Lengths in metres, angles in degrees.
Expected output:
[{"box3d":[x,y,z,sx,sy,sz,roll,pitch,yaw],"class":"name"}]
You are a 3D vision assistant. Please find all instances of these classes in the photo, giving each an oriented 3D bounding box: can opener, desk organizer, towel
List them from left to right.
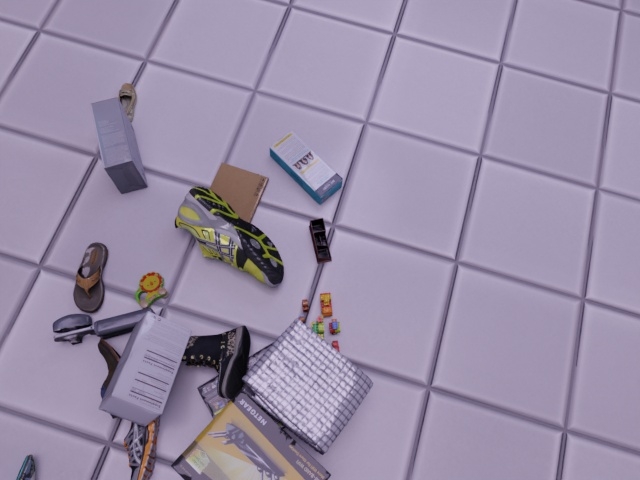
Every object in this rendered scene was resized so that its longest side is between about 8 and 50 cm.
[{"box3d":[-0.615,0.228,1.644,0.283,0.076,0.095,-14,71,-10],"class":"can opener"},{"box3d":[-0.037,0.385,1.529,0.284,0.121,0.235,37,70,8],"class":"towel"},{"box3d":[0.000,0.000,1.779,0.047,0.050,0.130,-11,70,-7],"class":"desk organizer"}]

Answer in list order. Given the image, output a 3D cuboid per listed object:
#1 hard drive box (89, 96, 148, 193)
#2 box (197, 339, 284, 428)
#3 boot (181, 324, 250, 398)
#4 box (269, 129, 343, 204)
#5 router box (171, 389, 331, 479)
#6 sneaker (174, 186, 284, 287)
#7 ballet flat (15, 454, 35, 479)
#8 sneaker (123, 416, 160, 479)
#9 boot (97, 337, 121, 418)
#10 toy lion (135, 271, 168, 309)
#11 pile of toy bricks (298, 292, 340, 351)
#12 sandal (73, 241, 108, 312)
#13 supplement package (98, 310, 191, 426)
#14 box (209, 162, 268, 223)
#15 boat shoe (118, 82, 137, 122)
[{"box3d":[-0.622,-0.290,1.791,0.089,0.181,0.232,-16,70,-8],"class":"hard drive box"},{"box3d":[-0.171,0.432,1.597,0.270,0.060,0.216,-30,74,-13],"class":"box"},{"box3d":[-0.293,0.335,1.563,0.179,0.085,0.236,-9,35,12],"class":"boot"},{"box3d":[-0.047,-0.236,1.864,0.100,0.060,0.244,-40,76,-16],"class":"box"},{"box3d":[-0.168,0.564,1.418,0.309,0.081,0.243,39,71,13],"class":"router box"},{"box3d":[-0.269,0.009,1.737,0.385,0.145,0.147,43,109,5],"class":"sneaker"},{"box3d":[-0.769,0.651,1.486,0.070,0.070,0.188,20,71,5],"class":"ballet flat"},{"box3d":[-0.479,0.547,1.527,0.083,0.084,0.214,2,58,-3],"class":"sneaker"},{"box3d":[-0.575,0.378,1.585,0.106,0.082,0.219,-36,77,-18],"class":"boot"},{"box3d":[-0.504,0.144,1.709,0.100,0.034,0.096,-38,68,-15],"class":"toy lion"},{"box3d":[0.000,0.246,1.654,0.118,0.105,0.212,-5,69,-5],"class":"pile of toy bricks"},{"box3d":[-0.675,0.102,1.698,0.090,0.060,0.219,5,68,-1],"class":"sandal"},{"box3d":[-0.458,0.338,1.522,0.134,0.139,0.244,28,49,-19],"class":"supplement package"},{"box3d":[-0.275,-0.138,1.834,0.164,0.021,0.201,19,69,4],"class":"box"},{"box3d":[-0.648,-0.465,1.928,0.056,0.048,0.153,1,69,-3],"class":"boat shoe"}]
